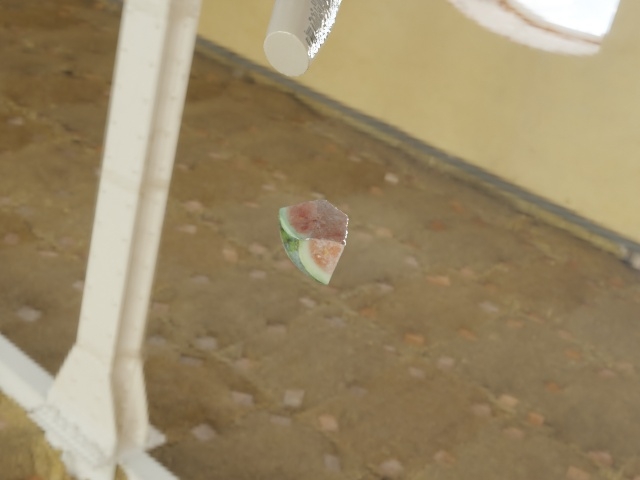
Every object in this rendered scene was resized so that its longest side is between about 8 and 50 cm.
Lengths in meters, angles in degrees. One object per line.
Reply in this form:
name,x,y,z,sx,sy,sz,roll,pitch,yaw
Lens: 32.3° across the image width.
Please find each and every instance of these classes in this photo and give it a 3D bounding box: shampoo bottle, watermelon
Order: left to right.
shampoo bottle,-0.018,-0.353,1.650,0.078,0.127,0.257,-8,-139,28
watermelon,-0.002,0.005,1.146,0.072,0.092,0.085,-16,-133,13
